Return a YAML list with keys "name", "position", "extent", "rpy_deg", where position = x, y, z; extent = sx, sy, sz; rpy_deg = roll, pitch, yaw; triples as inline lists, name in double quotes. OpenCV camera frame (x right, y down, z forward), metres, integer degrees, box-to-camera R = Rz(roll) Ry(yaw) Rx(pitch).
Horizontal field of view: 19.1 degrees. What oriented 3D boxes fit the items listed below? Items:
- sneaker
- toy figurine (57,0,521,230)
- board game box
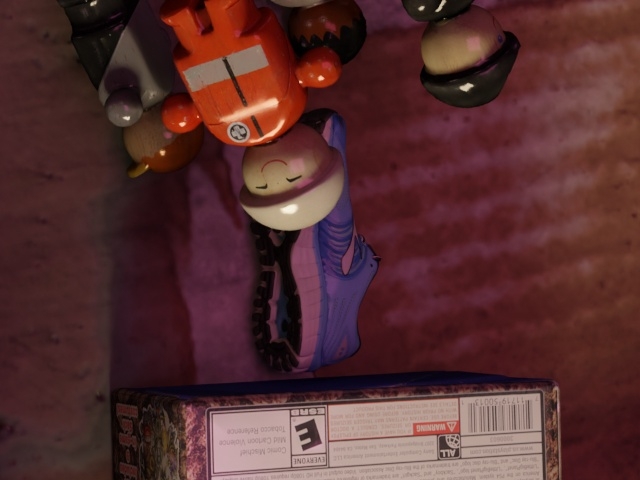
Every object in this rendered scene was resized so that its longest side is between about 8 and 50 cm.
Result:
- name: "sneaker"
  position: [0.000, 0.000, 1.166]
  extent: [0.073, 0.063, 0.162]
  rpy_deg: [3, 92, -39]
- name: "toy figurine"
  position: [-0.020, -0.115, 1.075]
  extent: [0.213, 0.209, 0.148]
  rpy_deg: [-38, 118, -25]
- name: "board game box"
  position: [0.010, 0.227, 1.108]
  extent: [0.232, 0.141, 0.291]
  rpy_deg: [-1, 89, -22]
